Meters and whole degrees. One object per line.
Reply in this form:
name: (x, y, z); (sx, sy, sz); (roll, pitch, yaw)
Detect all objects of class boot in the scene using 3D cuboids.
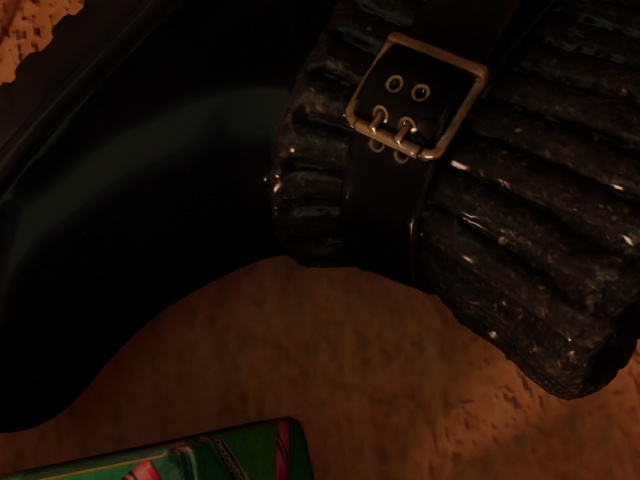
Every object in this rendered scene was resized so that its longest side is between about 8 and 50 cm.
boot: (0.000, -0.001, 0.448); (0.260, 0.131, 0.348); (38, 92, 14)

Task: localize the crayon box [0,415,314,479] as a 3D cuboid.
crayon box: (-0.150, 0.143, 0.446); (0.278, 0.165, 0.081); (-14, 81, 10)
